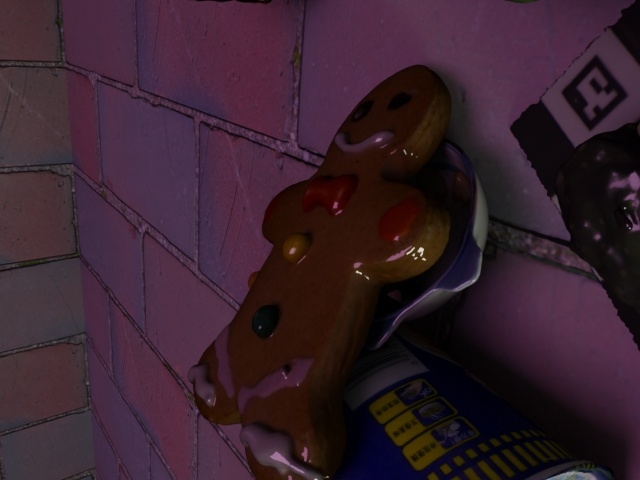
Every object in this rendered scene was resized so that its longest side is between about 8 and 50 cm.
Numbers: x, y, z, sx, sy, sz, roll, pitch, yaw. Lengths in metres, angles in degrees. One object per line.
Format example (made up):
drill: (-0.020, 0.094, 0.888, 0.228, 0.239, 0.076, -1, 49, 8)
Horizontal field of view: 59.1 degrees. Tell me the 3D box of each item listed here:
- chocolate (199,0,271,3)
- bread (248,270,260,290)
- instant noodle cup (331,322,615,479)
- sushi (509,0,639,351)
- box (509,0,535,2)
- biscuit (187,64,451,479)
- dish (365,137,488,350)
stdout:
chocolate: (-0.132, -0.429, 0.719, 0.225, 0.210, 0.340, -59, 42, 32)
bread: (-0.033, 0.170, 0.845, 0.139, 0.077, 0.271, -6, 95, 51)
instant noodle cup: (0.070, 0.211, 0.573, 0.312, 0.284, 0.284, 47, 134, 49)
sushi: (0.250, -0.050, 0.321, 0.296, 0.100, 0.373, 67, 153, 18)
box: (0.175, -0.341, 0.347, 0.253, 0.177, 0.329, 54, 140, 34)
biscuit: (-0.001, -0.001, 0.568, 0.283, 0.064, 0.432, 13, 74, 57)
dish: (0.089, 0.009, 0.592, 0.228, 0.086, 0.236, -44, 37, 23)
